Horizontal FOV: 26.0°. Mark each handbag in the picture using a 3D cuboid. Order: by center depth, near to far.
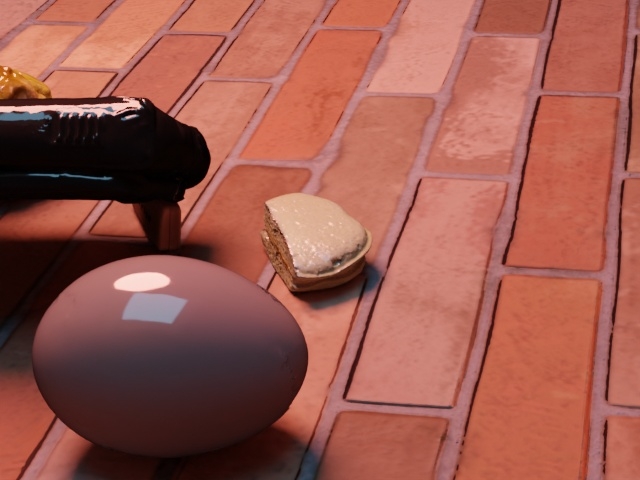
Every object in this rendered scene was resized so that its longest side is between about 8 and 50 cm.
[{"bbox_3d":[-0.244,-0.072,1.199,0.275,0.088,0.244,-3,-1,6],"label":"handbag"}]

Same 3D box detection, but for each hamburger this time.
[{"bbox_3d":[0.000,0.003,1.238,0.084,0.054,0.121,-7,31,-15],"label":"hamburger"}]

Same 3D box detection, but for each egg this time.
[{"bbox_3d":[-0.108,0.084,1.001,0.198,0.146,0.146,5,29,3],"label":"egg"}]

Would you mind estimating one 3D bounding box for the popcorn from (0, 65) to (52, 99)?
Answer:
[{"bbox_3d":[-0.346,-0.117,1.394,0.173,0.142,0.173,14,20,-5],"label":"popcorn"}]

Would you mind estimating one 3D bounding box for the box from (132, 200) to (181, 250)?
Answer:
[{"bbox_3d":[-0.158,-0.033,1.322,0.025,0.048,0.115,-7,29,-20],"label":"box"}]
